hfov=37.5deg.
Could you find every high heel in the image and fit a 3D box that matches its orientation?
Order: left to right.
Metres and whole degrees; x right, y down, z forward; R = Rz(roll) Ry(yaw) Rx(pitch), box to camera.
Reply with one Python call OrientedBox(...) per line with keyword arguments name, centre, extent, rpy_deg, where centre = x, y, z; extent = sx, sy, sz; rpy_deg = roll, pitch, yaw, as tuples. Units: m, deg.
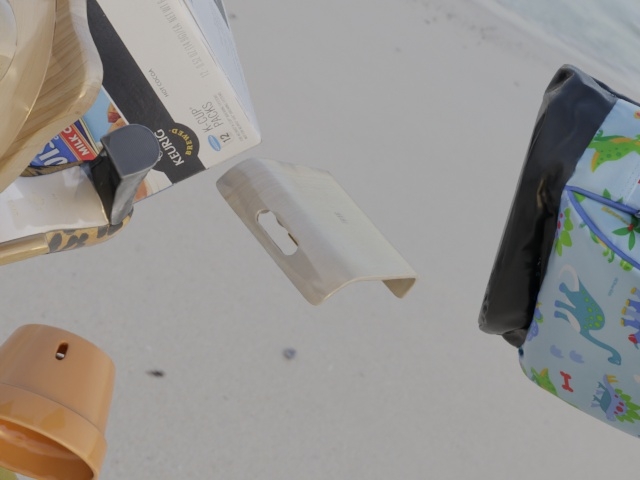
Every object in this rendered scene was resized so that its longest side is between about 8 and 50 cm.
OrientedBox(name="high heel", centre=(-0.254, -0.009, 0.693), extent=(0.261, 0.186, 0.093), rpy_deg=(-17, 83, -25))

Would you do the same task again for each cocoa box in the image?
OrientedBox(name="cocoa box", centre=(-0.229, -0.222, 0.958), extent=(0.347, 0.228, 0.231), rpy_deg=(-108, 171, -49))

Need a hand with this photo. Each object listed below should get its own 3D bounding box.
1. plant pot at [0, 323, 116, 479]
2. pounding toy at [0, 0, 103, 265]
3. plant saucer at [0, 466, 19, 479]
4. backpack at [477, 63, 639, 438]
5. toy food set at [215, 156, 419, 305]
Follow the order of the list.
OrientedBox(name="plant pot", centre=(-0.497, 0.286, 1.688), extent=(0.291, 0.291, 0.203), rpy_deg=(30, 54, -17))
OrientedBox(name="pounding toy", centre=(-0.227, -0.071, 0.539), extent=(0.154, 0.269, 0.155), rpy_deg=(57, 17, 21))
OrientedBox(name="plant saucer", centre=(-0.579, 0.626, 1.765), extent=(0.081, 0.333, 0.332), rpy_deg=(-9, 21, -33))
OrientedBox(name="backpack", centre=(0.321, 0.054, 0.788), extent=(0.355, 0.290, 0.273), rpy_deg=(17, 48, 10))
OrientedBox(name="toy food set", centre=(0.000, 0.000, 1.332), extent=(0.220, 0.092, 0.306), rpy_deg=(50, 20, 18))
